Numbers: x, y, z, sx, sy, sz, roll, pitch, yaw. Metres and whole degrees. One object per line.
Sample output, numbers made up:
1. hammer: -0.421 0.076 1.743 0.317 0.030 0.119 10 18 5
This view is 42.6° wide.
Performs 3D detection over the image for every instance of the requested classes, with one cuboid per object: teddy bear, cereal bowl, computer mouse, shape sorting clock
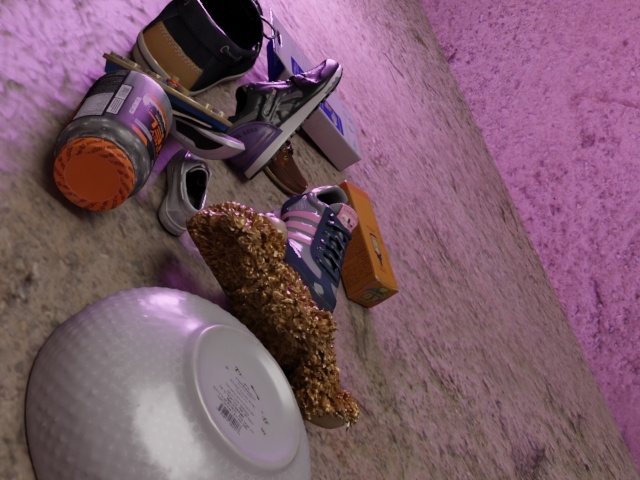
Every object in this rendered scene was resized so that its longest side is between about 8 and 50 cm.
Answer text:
1. teddy bear: -0.046 0.094 1.060 0.338 0.113 0.245 59 -7 6
2. cereal bowl: -0.122 0.190 0.856 0.339 0.141 0.339 44 26 -28
3. computer mouse: -0.198 -0.155 1.181 0.193 0.042 0.106 26 10 19
4. shape sorting clock: -0.217 -0.218 1.184 0.206 0.040 0.206 26 1 0

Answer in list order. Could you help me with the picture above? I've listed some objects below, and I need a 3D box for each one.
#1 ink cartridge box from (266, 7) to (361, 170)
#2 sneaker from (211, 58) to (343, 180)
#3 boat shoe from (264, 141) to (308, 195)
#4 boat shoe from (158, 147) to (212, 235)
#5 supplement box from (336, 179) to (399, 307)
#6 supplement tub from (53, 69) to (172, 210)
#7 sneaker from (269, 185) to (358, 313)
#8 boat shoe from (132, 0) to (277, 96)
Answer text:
1. ink cartridge box: -0.031 -0.306 1.701 0.333 0.065 0.165 48 24 -38
2. sneaker: -0.073 -0.242 1.404 0.124 0.107 0.283 43 61 -8
3. boat shoe: -0.078 -0.158 1.470 0.178 0.060 0.064 51 24 -13
4. boat shoe: -0.185 -0.084 1.173 0.066 0.063 0.184 46 26 -22
5. supplement box: 0.069 0.006 1.526 0.078 0.080 0.233 29 34 -45
6. supplement tub: -0.258 -0.125 1.023 0.117 0.117 0.190 45 27 -24
7. sneaker: 0.000 0.000 1.260 0.112 0.131 0.319 53 9 -28
8. boat shoe: -0.174 -0.389 1.472 0.187 0.156 0.500 49 23 -12
